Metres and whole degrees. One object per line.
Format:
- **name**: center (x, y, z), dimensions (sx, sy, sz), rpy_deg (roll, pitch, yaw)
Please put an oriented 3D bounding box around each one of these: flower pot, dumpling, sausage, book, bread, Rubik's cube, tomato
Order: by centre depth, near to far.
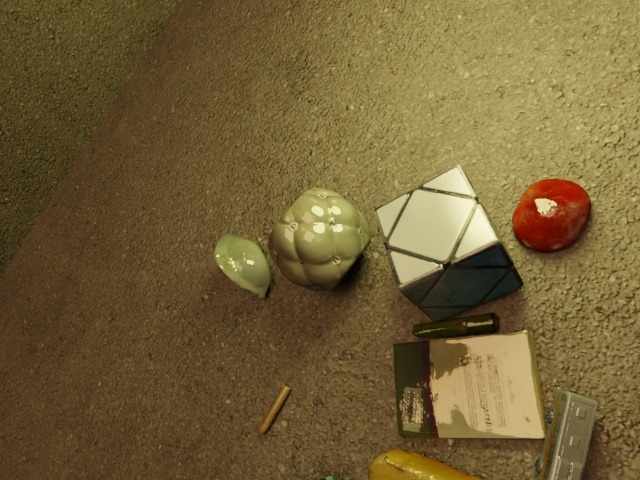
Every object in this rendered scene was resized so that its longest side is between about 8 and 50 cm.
- **bread**: center (0.212, 0.479, 0.889), dimensions (0.245, 0.094, 0.102), rpy_deg (6, 84, 34)
- **tomato**: center (0.459, -0.061, 0.938), dimensions (0.139, 0.091, 0.159), rpy_deg (33, 89, 35)
- **book**: center (0.288, 0.295, 0.947), dimensions (0.289, 0.026, 0.202), rpy_deg (-11, 67, 28)
- **Rubik's cube**: center (0.257, 0.013, 0.950), dimensions (0.204, 0.205, 0.208), rpy_deg (-27, 49, 20)
- **flower pot**: center (0.000, 0.000, 1.115), dimensions (0.195, 0.246, 0.246), rpy_deg (40, 96, 4)
- **sausage**: center (-0.114, 0.419, 1.155), dimensions (0.024, 0.024, 0.133), rpy_deg (28, 88, 36)
- **dumpling**: center (-0.222, 0.072, 1.290), dimensions (0.217, 0.149, 0.105), rpy_deg (61, 148, 26)

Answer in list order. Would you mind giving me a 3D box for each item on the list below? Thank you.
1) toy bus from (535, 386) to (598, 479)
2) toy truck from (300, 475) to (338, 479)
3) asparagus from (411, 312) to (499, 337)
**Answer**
- **toy bus**: center (0.421, 0.355, 0.801), dimensions (0.064, 0.075, 0.191), rpy_deg (17, 79, 9)
- **toy truck**: center (-0.066, 0.597, 0.975), dimensions (0.278, 0.156, 0.155), rpy_deg (-27, 60, 22)
- **asparagus**: center (0.282, 0.184, 0.985), dimensions (0.178, 0.045, 0.041), rpy_deg (-14, 83, 29)
